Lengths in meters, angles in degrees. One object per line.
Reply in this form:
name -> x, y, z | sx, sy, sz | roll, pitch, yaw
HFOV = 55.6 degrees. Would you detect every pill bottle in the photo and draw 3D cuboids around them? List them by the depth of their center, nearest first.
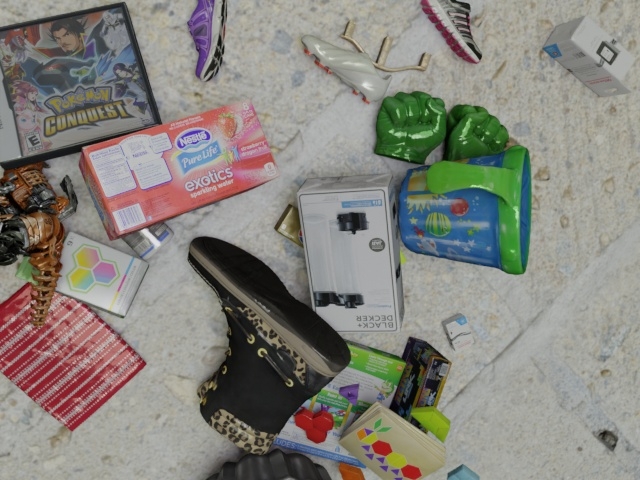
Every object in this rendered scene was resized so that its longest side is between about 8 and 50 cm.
pill bottle -> -0.348, -0.036, 1.131 | 0.078, 0.078, 0.137 | -42, 103, -3

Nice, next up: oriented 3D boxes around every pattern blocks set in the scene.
pattern blocks set -> 0.136, 0.406, 1.194 | 0.285, 0.026, 0.325 | -36, 102, 30

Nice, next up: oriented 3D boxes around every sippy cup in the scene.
sippy cup -> 0.272, -0.056, 1.143 | 0.224, 0.240, 0.305 | 2, 128, 23

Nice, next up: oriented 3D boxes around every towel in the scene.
towel -> -0.501, 0.209, 1.159 | 0.199, 0.031, 0.275 | -42, 105, -5

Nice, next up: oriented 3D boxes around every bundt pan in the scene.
bundt pan -> -0.111, 0.547, 1.208 | 0.331, 0.124, 0.330 | -6, 118, -12

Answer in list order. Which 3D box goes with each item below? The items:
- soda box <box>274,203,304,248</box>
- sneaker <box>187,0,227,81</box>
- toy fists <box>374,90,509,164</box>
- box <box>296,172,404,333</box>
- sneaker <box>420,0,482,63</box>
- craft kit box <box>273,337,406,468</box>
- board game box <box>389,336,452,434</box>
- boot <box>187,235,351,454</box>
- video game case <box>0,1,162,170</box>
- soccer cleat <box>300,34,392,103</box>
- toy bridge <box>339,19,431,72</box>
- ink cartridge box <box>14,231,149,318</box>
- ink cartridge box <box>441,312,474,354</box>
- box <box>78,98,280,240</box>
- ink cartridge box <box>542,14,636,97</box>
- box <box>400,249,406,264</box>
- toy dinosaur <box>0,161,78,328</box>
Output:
soda box -> 0.000, 0.000, 1.216 | 0.181, 0.058, 0.061 | 32, 91, -14
sneaker -> -0.216, -0.380, 1.128 | 0.071, 0.068, 0.169 | 6, 88, 3
toy fists -> 0.246, -0.216, 1.218 | 0.279, 0.096, 0.142 | 11, 94, -11
box -> 0.062, 0.029, 1.128 | 0.169, 0.087, 0.289 | -1, 112, 12
sneaker -> 0.279, -0.433, 1.210 | 0.075, 0.063, 0.170 | -40, 99, 3
craft kit box -> 0.021, 0.327, 1.269 | 0.250, 0.061, 0.246 | 20, 96, -14
board game box -> 0.199, 0.302, 1.255 | 0.048, 0.141, 0.170 | 17, 94, -15
boot -> -0.156, 0.198, 1.155 | 0.377, 0.138, 0.284 | 38, 112, 13
video game case -> -0.442, -0.274, 1.057 | 0.275, 0.035, 0.248 | -17, 80, -10
soccer cleat -> 0.050, -0.344, 1.173 | 0.196, 0.068, 0.076 | 33, 103, -21
toy bridge -> 0.125, -0.373, 1.207 | 0.188, 0.026, 0.063 | 18, 95, -13
ink cartridge box -> -0.437, 0.055, 1.117 | 0.209, 0.062, 0.108 | 25, 71, -13
ink cartridge box -> 0.302, 0.207, 1.321 | 0.048, 0.028, 0.083 | -24, 102, -7
box -> -0.247, -0.124, 1.063 | 0.300, 0.142, 0.154 | -24, 96, -24
ink cartridge box -> 0.566, -0.377, 1.256 | 0.180, 0.104, 0.060 | 33, 89, -14
box -> 0.100, -0.032, 1.206 | 0.042, 0.109, 0.178 | -31, 103, -3
toy dinosaur -> -0.523, -0.018, 1.038 | 0.219, 0.321, 0.164 | -16, 145, -12
